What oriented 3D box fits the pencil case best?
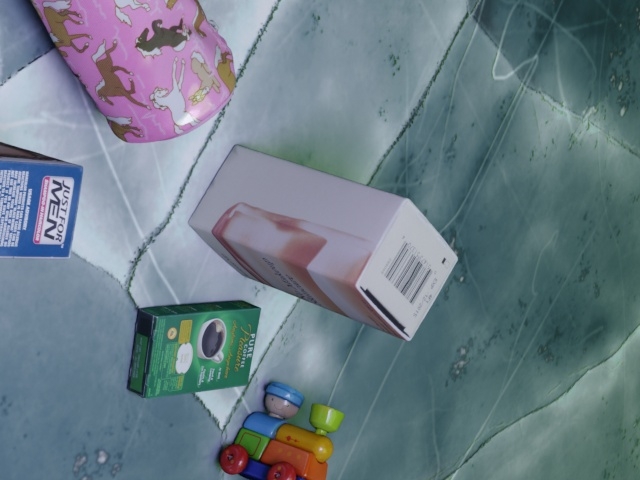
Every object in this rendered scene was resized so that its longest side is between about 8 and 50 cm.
[{"bbox_3d":[-0.228,-0.290,1.630,0.167,0.160,0.386,-87,157,-47],"label":"pencil case"}]

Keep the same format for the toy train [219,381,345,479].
[{"bbox_3d":[-0.006,0.282,2.023,0.105,0.248,0.143,39,70,-47],"label":"toy train"}]

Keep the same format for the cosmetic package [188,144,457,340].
[{"bbox_3d":[0.000,0.000,1.883,0.129,0.296,0.153,-58,136,-13],"label":"cosmetic package"}]

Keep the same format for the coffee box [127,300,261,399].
[{"bbox_3d":[-0.160,0.138,1.953,0.184,0.040,0.113,-4,108,-47],"label":"coffee box"}]

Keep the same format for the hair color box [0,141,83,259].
[{"bbox_3d":[-0.424,-0.050,1.489,0.347,0.174,0.105,2,101,-49],"label":"hair color box"}]
